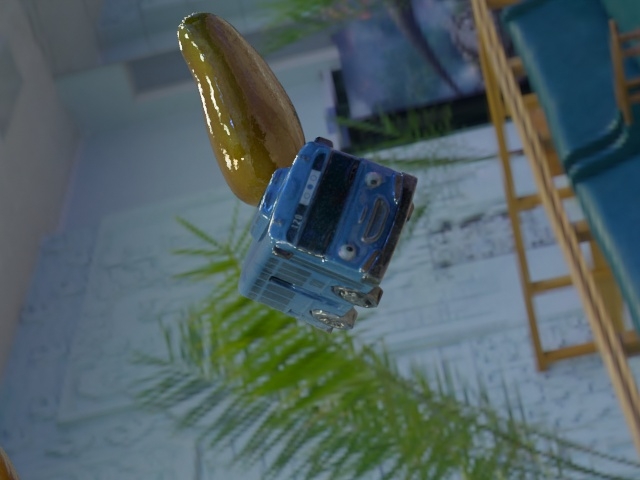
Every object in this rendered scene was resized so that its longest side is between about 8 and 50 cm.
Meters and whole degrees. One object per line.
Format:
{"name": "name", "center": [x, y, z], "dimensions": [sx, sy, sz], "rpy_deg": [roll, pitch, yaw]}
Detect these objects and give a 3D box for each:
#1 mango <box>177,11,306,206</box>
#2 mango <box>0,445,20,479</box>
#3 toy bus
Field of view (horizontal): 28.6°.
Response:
{"name": "mango", "center": [-0.085, -0.144, 1.368], "dimensions": [0.227, 0.099, 0.136], "rpy_deg": [64, -163, -6]}
{"name": "mango", "center": [-0.312, 0.184, 0.919], "dimensions": [0.359, 0.144, 0.187], "rpy_deg": [28, 126, 46]}
{"name": "toy bus", "center": [0.000, 0.000, 1.173], "dimensions": [0.234, 0.134, 0.116], "rpy_deg": [126, 167, -72]}
